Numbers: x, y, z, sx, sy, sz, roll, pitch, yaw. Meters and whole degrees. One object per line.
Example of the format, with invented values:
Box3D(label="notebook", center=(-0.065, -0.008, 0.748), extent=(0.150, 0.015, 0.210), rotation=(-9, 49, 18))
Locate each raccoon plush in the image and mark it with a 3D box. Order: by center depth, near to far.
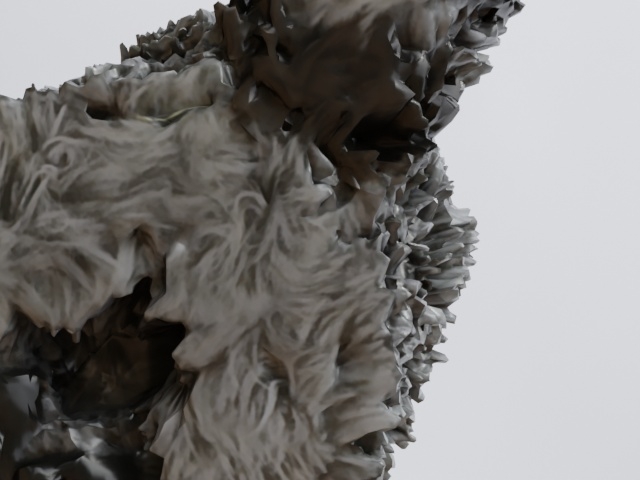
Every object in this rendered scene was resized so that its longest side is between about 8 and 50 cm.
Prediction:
Box3D(label="raccoon plush", center=(0.000, 0.000, 0.685), extent=(0.216, 0.446, 0.299), rotation=(53, 4, 4))
